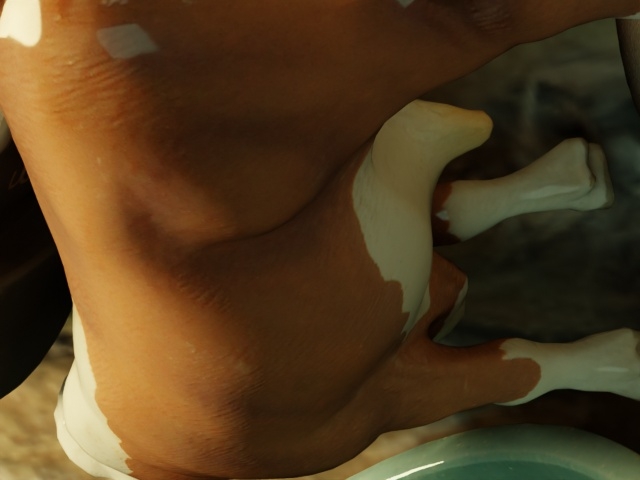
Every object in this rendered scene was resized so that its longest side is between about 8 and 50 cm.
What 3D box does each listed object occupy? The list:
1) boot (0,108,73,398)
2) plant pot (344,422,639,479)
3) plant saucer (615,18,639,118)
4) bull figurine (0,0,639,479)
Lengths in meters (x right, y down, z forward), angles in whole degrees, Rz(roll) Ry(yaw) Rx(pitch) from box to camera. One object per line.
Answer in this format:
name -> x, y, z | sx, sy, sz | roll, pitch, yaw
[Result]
boot -> -0.172, -0.083, 0.524 | 0.229, 0.091, 0.263 | 26, 118, 12
plant pot -> 0.093, 0.298, 0.540 | 0.341, 0.341, 0.334 | -32, 114, 33
plant saucer -> 0.153, -0.055, 0.409 | 0.198, 0.036, 0.198 | 16, 117, 35
bull figurine -> 0.000, 0.000, 0.462 | 0.188, 0.101, 0.310 | -13, 153, -4
